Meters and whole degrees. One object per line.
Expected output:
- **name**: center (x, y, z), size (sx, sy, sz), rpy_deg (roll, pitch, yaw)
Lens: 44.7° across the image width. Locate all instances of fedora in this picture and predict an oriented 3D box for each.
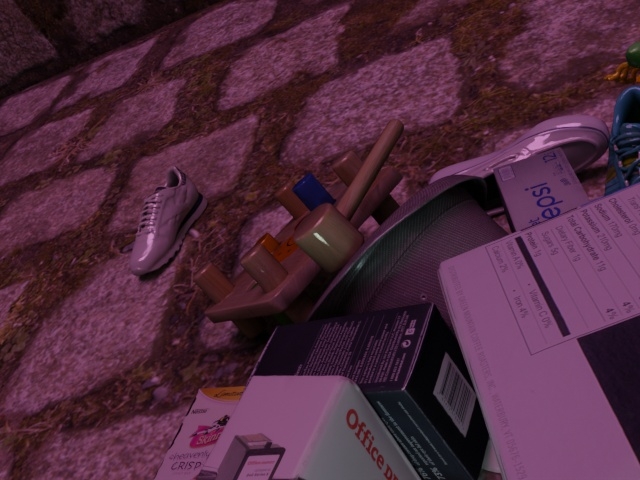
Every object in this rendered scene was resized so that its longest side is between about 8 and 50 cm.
- **fedora**: center (0.124, 0.061, 0.881), size (0.275, 0.244, 0.124), rpy_deg (-46, 65, -5)

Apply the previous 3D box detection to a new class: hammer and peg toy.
- **hammer and peg toy**: center (0.000, 0.000, 1.010), size (0.266, 0.127, 0.361), rpy_deg (-48, 14, -26)

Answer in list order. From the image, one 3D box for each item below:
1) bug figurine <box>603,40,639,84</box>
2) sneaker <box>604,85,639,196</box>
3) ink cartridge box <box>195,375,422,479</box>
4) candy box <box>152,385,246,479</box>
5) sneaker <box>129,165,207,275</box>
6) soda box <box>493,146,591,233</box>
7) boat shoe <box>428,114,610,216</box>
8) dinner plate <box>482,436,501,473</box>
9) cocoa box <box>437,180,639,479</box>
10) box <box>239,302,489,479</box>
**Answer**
- **bug figurine**: center (0.508, -0.225, 0.985), size (0.216, 0.072, 0.279), rpy_deg (-8, 18, -35)
- **sneaker**: center (0.374, -0.081, 0.924), size (0.107, 0.110, 0.275), rpy_deg (-12, 37, 27)
- **ink cartridge box**: center (-0.027, 0.280, 0.667), size (0.115, 0.198, 0.273), rpy_deg (-6, 39, 36)
- **candy box**: center (-0.106, 0.272, 0.865), size (0.159, 0.071, 0.233), rpy_deg (-10, 37, 31)
- **sneaker**: center (-0.298, -0.034, 1.433), size (0.090, 0.095, 0.235), rpy_deg (-9, 39, 29)
- **soda box**: center (0.275, 0.013, 0.883), size (0.091, 0.098, 0.286), rpy_deg (-18, 34, 11)
- **boat shoe**: center (0.265, -0.080, 1.046), size (0.258, 0.095, 0.084), rpy_deg (-26, 34, 28)
- **dinner plate**: center (0.201, 0.175, 0.800), size (0.141, 0.017, 0.141), rpy_deg (-20, 34, 14)
- **cocoa box**: center (0.252, 0.155, 0.469), size (0.228, 0.347, 0.231), rpy_deg (-24, 32, 11)
- **box**: center (0.049, 0.162, 0.795), size (0.207, 0.153, 0.108), rpy_deg (-12, 37, 36)
